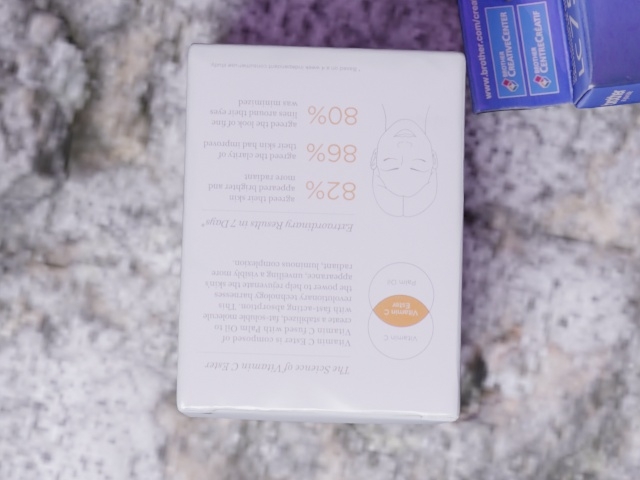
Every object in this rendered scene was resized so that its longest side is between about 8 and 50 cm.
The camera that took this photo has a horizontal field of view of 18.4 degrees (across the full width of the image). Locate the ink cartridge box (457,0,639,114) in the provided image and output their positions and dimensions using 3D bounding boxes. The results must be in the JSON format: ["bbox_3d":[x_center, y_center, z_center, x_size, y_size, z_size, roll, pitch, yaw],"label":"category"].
[{"bbox_3d":[0.217,-0.170,0.970,0.311,0.065,0.186,-7,84,0],"label":"ink cartridge box"}]

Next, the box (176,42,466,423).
[{"bbox_3d":[0.000,0.000,0.931,0.130,0.091,0.170,2,84,-1],"label":"box"}]
